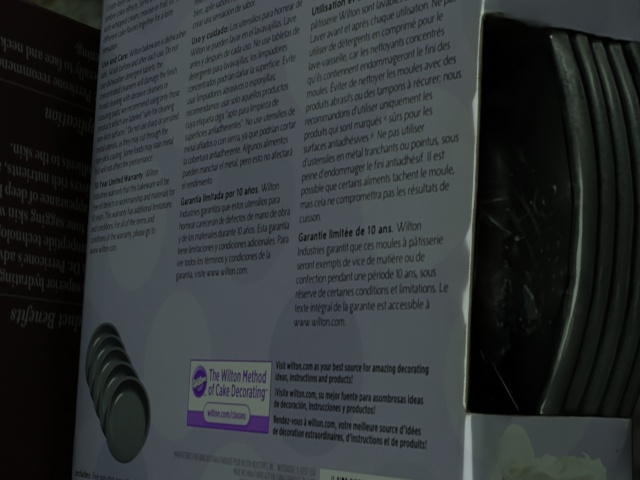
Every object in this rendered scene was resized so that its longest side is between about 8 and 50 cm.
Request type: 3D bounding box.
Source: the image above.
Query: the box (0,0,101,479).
[{"bbox_3d":[-0.195,0.002,0.606,0.167,0.168,0.203,-2,82,24],"label":"box"}]

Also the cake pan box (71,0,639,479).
[{"bbox_3d":[0.000,0.000,0.505,0.267,0.070,0.245,-9,79,57],"label":"cake pan box"}]
